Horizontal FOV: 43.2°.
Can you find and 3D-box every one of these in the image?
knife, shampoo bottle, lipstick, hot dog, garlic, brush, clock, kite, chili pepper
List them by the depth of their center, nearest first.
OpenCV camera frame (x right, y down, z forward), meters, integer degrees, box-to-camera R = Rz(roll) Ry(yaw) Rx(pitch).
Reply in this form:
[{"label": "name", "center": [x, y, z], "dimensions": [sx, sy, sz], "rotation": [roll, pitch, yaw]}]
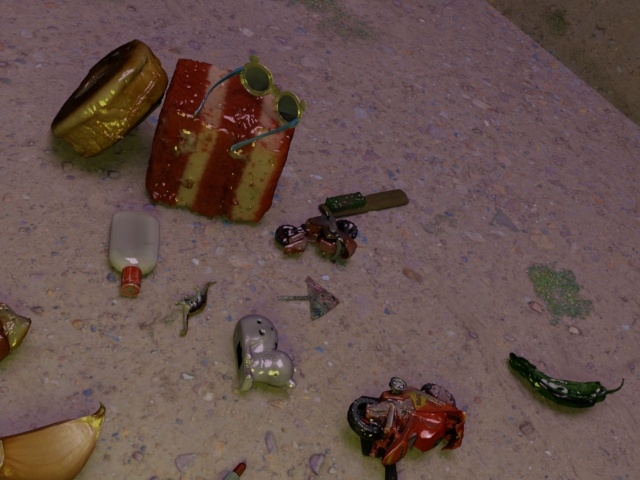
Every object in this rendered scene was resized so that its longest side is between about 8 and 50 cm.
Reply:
[{"label": "garlic", "center": [-0.462, 0.352, 1.342], "dimensions": [0.115, 0.128, 0.207], "rotation": [0, 15, 46]}, {"label": "lipstick", "center": [-0.170, 0.440, 1.444], "dimensions": [0.030, 0.030, 0.129], "rotation": [33, 42, 10]}, {"label": "hot dog", "center": [-0.629, 0.180, 1.451], "dimensions": [0.146, 0.103, 0.213], "rotation": [28, 27, 37]}, {"label": "knife", "center": [0.114, 0.414, 1.620], "dimensions": [0.072, 0.019, 0.245], "rotation": [10, 40, -13]}, {"label": "clock", "center": [-0.112, 0.228, 1.655], "dimensions": [0.117, 0.080, 0.176], "rotation": [5, 46, -20]}, {"label": "shampoo bottle", "center": [-0.404, 0.026, 1.748], "dimensions": [0.108, 0.051, 0.221], "rotation": [11, 42, -19]}, {"label": "kite", "center": [-0.026, 0.130, 1.855], "dimensions": [0.153, 0.005, 0.137], "rotation": [10, 41, -16]}, {"label": "chili pepper", "center": [0.571, 0.340, 1.876], "dimensions": [0.279, 0.065, 0.122], "rotation": [18, 45, -2]}, {"label": "brush", "center": [0.123, -0.106, 2.146], "dimensions": [0.282, 0.048, 0.054], "rotation": [-11, 55, -35]}]

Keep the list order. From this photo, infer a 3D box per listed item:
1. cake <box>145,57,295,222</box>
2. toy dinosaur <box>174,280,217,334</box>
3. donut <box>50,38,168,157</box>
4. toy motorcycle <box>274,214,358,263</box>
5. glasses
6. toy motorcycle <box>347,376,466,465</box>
[{"label": "cake", "center": [-0.235, -0.234, 1.934], "dimensions": [0.320, 0.269, 0.270], "rotation": [15, 42, -12]}, {"label": "toy dinosaur", "center": [-0.271, 0.127, 1.720], "dimensions": [0.058, 0.037, 0.180], "rotation": [44, 47, -14]}, {"label": "donut", "center": [-0.492, -0.339, 1.932], "dimensions": [0.160, 0.330, 0.330], "rotation": [41, 35, -25]}, {"label": "toy motorcycle", "center": [0.000, 0.000, 1.947], "dimensions": [0.213, 0.084, 0.118], "rotation": [-6, 50, -20]}, {"label": "glasses", "center": [-0.167, -0.284, 1.793], "dimensions": [0.189, 0.088, 0.220], "rotation": [45, 63, 9]}, {"label": "toy motorcycle", "center": [0.193, 0.364, 1.639], "dimensions": [0.298, 0.089, 0.171], "rotation": [-4, 45, -41]}]
